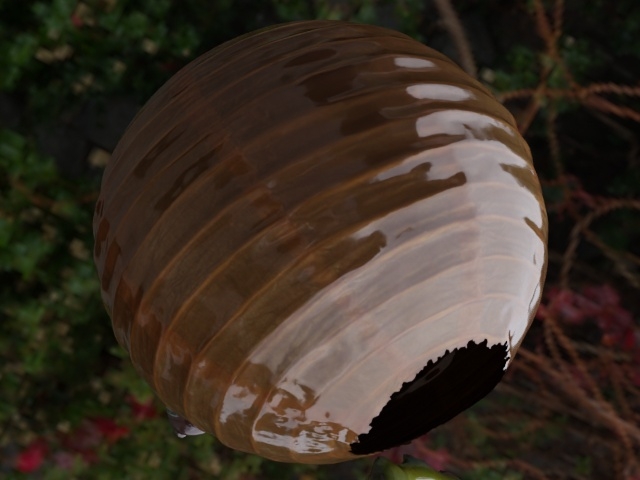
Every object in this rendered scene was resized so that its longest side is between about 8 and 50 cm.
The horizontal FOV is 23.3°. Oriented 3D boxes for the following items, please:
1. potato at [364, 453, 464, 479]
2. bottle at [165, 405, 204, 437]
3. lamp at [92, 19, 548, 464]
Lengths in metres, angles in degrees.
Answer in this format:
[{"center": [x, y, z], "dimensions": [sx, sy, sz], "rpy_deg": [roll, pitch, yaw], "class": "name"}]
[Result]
[{"center": [0.072, 0.260, 0.701], "dimensions": [0.213, 0.280, 0.330], "rpy_deg": [-48, -144, 7], "class": "potato"}, {"center": [-0.094, 0.092, 1.117], "dimensions": [0.047, 0.063, 0.101], "rpy_deg": [8, -69, 44], "class": "bottle"}, {"center": [0.000, 0.000, 0.462], "dimensions": [0.136, 0.136, 0.136], "rpy_deg": [-54, -161, 27], "class": "lamp"}]
